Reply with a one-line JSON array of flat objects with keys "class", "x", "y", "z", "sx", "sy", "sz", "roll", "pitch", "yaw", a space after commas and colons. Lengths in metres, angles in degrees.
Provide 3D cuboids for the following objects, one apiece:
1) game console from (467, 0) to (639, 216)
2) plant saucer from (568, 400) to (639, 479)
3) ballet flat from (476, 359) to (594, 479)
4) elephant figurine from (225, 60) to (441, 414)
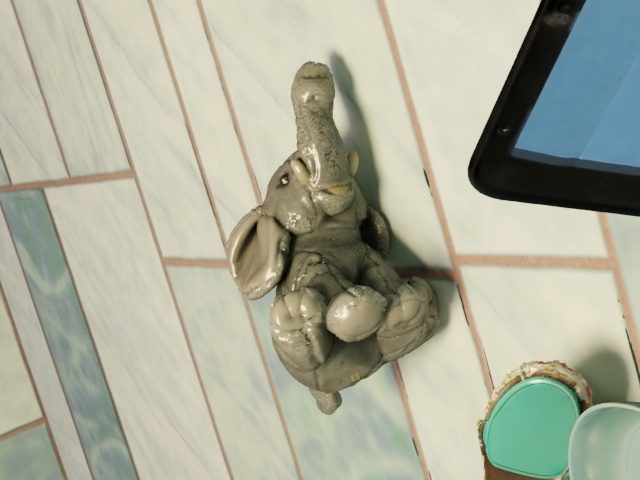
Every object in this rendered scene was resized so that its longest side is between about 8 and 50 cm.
[{"class": "game console", "x": 0.241, "y": -0.050, "z": 0.641, "sx": 0.250, "sy": 0.173, "sz": 0.293, "roll": 55, "pitch": 151, "yaw": 26}, {"class": "plant saucer", "x": 0.278, "y": 0.238, "z": 0.867, "sx": 0.317, "sy": 0.044, "sz": 0.317, "roll": 54, "pitch": 161, "yaw": 28}, {"class": "ballet flat", "x": 0.169, "y": 0.166, "z": 1.035, "sx": 0.091, "sy": 0.077, "sz": 0.241, "roll": 19, "pitch": 133, "yaw": 17}, {"class": "elephant figurine", "x": 0.000, "y": 0.000, "z": 1.183, "sx": 0.169, "sy": 0.186, "sz": 0.239, "roll": 31, "pitch": -149, "yaw": -57}]
